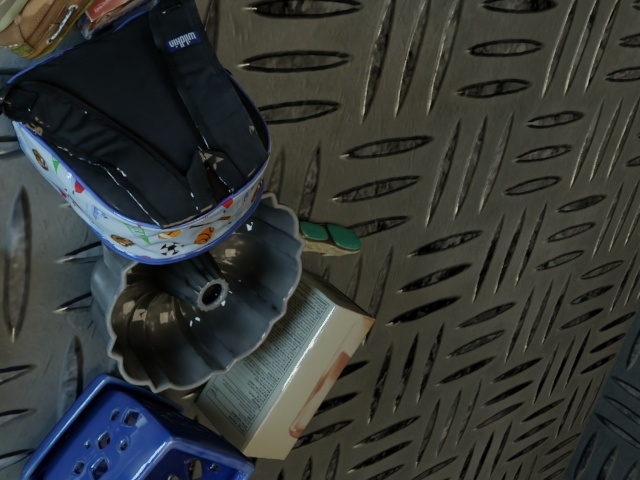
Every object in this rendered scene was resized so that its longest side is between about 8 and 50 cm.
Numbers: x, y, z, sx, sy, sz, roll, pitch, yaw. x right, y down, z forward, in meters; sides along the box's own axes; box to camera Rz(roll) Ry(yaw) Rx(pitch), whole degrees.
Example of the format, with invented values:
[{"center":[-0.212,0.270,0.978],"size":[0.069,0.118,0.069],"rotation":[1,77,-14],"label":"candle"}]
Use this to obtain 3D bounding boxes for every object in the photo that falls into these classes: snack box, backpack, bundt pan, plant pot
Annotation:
[{"center":[-0.200,-0.294,1.006],"size":[0.178,0.064,0.022],"rotation":[-37,99,-20],"label":"snack box"},{"center":[-0.193,-0.104,0.996],"size":[0.276,0.263,0.213],"rotation":[-37,159,-19],"label":"backpack"},{"center":[-0.187,0.048,1.239],"size":[0.330,0.124,0.331],"rotation":[-27,136,-31],"label":"bundt pan"},{"center":[-0.283,0.345,1.300],"size":[0.236,0.212,0.236],"rotation":[-52,143,-3],"label":"plant pot"}]

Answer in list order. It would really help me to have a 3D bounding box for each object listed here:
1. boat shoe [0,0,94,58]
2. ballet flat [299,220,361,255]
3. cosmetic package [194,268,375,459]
[{"center":[-0.246,-0.327,0.905],"size":[0.307,0.111,0.104],"rotation":[-46,148,6],"label":"boat shoe"},{"center":[0.000,0.000,1.470],"size":[0.052,0.057,0.168],"rotation":[-39,147,29],"label":"ballet flat"},{"center":[-0.061,0.207,1.478],"size":[0.129,0.153,0.296],"rotation":[26,100,-51],"label":"cosmetic package"}]
